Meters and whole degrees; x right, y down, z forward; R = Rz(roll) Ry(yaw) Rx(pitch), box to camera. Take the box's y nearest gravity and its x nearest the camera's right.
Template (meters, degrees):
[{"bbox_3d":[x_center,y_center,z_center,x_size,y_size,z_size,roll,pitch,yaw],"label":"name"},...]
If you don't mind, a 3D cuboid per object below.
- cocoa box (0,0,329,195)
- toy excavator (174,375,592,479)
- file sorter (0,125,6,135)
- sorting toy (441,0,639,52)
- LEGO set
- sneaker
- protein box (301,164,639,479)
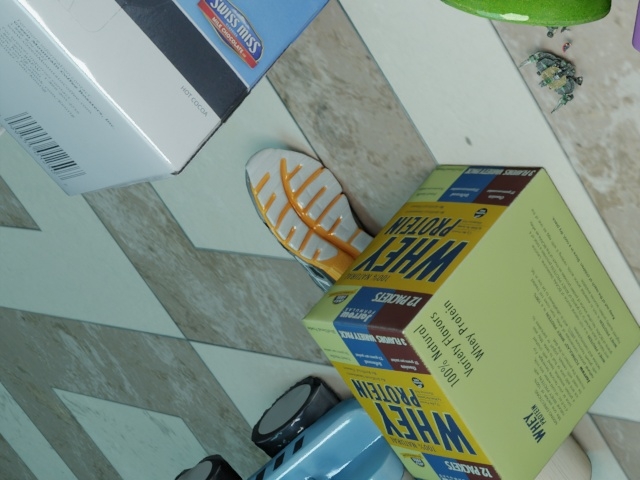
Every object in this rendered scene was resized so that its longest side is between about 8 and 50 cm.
[{"bbox_3d":[-0.207,-0.241,1.594,0.347,0.228,0.231,47,156,-18],"label":"cocoa box"},{"bbox_3d":[0.058,0.299,2.040,0.222,0.433,0.445,50,-179,-16],"label":"toy excavator"},{"bbox_3d":[-0.352,-0.252,1.845,0.173,0.193,0.278,28,151,20],"label":"file sorter"},{"bbox_3d":[0.126,-0.230,1.351,0.365,0.127,0.126,21,118,32],"label":"sorting toy"},{"bbox_3d":[0.181,-0.136,1.477,0.054,0.023,0.083,31,139,17],"label":"LEGO set"},{"bbox_3d":[0.000,0.000,1.866,0.215,0.084,0.083,48,159,-14],"label":"sneaker"},{"bbox_3d":[0.133,0.075,1.654,0.136,0.201,0.200,4,135,52],"label":"protein box"}]
